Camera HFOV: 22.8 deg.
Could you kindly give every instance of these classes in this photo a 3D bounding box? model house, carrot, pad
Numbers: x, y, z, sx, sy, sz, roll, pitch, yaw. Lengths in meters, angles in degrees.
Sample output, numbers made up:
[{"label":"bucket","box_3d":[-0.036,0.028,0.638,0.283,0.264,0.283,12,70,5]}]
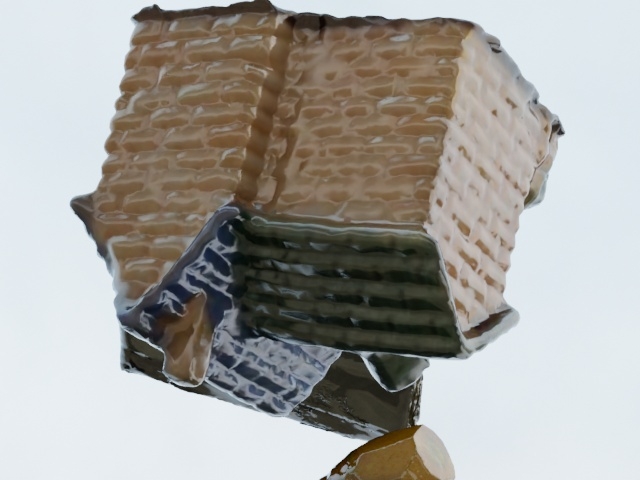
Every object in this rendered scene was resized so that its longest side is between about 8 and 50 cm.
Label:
[{"label":"model house","box_3d":[0.000,0.000,0.732,0.183,0.166,0.172,-1,-117,32]},{"label":"carrot","box_3d":[-0.037,0.231,1.087,0.314,0.066,0.066,-41,-88,22]},{"label":"pad","box_3d":[-0.037,0.066,1.126,0.233,0.022,0.174,15,-44,10]}]
